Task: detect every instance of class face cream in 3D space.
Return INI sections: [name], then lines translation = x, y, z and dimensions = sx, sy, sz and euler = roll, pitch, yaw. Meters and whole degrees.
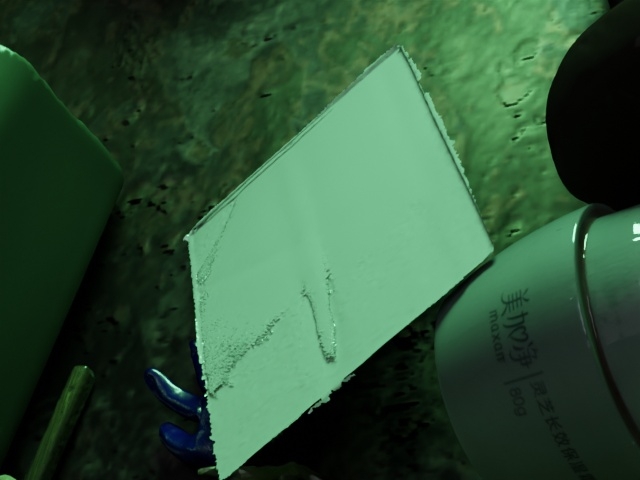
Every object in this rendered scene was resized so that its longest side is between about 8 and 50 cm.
[face cream]
translation = 0.110, 0.046, 0.658
dimensions = 0.104, 0.117, 0.117
euler = -21, 48, 28

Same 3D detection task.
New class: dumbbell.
[dumbbell]
translation = 0.150, -0.123, 0.742
dimensions = 0.124, 0.140, 0.225
euler = -47, 39, 37

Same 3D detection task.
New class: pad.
[pad]
translation = 0.000, 0.000, 0.768
dimensions = 0.156, 0.004, 0.232
euler = -41, 25, 13

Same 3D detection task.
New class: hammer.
[hammer]
translation = -0.160, 0.182, 0.781
dimensions = 0.058, 0.029, 0.292
euler = 3, 55, 27

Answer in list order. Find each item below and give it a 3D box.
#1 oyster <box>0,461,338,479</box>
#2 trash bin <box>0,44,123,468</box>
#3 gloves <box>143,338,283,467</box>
[oyster]
translation = -0.047, 0.182, 0.649
dimensions = 0.351, 0.115, 0.238
euler = 21, 70, 23
[trash bin]
translation = -0.266, 0.067, 0.846
dimensions = 0.223, 0.158, 0.343
euler = 5, 60, 34
[gloves]
translation = -0.051, 0.076, 0.797
dimensions = 0.064, 0.026, 0.086
euler = -32, 47, 10
